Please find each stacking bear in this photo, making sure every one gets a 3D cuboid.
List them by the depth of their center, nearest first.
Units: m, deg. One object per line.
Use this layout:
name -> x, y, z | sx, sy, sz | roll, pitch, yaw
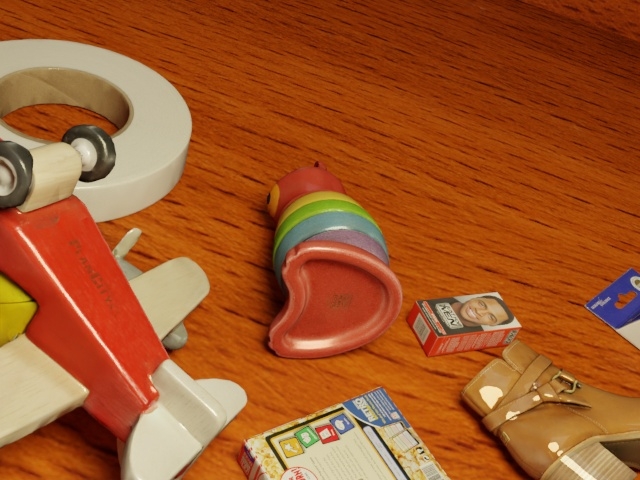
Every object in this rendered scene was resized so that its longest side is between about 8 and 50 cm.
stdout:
stacking bear -> 0.000, 0.000, 1.065 | 0.164, 0.175, 0.289 | 4, 34, -15

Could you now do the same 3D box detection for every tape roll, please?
tape roll -> -0.390, -0.176, 1.171 | 0.392, 0.072, 0.392 | 12, 40, -10

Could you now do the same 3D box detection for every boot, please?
boot -> 0.333, 0.210, 1.005 | 0.283, 0.109, 0.220 | -28, 54, -33

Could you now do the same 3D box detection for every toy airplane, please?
toy airplane -> -0.264, 0.105, 0.790 | 0.386, 0.272, 0.384 | 35, 36, -43

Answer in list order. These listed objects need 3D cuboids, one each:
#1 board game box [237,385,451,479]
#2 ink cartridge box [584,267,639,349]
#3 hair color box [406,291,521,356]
board game box -> 0.028, 0.255, 0.858 | 0.193, 0.045, 0.147 | -13, 49, -33
ink cartridge box -> 0.601, 0.167, 1.180 | 0.175, 0.069, 0.371 | -25, 54, -40
hair color box -> 0.200, 0.116, 1.090 | 0.141, 0.043, 0.072 | -4, 43, -26
